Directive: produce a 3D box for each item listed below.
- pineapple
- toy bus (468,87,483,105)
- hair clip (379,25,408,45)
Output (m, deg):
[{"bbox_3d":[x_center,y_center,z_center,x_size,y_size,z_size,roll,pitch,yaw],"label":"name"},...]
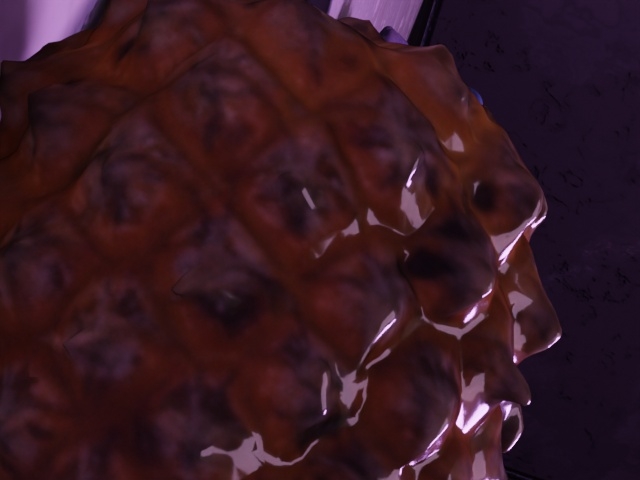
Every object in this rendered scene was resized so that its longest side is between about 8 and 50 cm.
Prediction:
[{"bbox_3d":[-0.030,0.043,0.454,0.166,0.166,0.193,101,12,-70],"label":"pineapple"},{"bbox_3d":[0.020,-0.037,1.033,0.234,0.133,0.116,-58,168,-78],"label":"toy bus"},{"bbox_3d":[0.015,-0.106,1.461,0.124,0.052,0.195,-61,-176,-7],"label":"hair clip"}]
